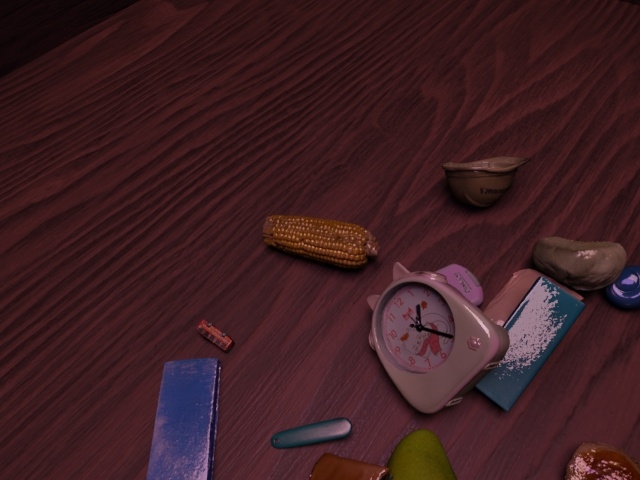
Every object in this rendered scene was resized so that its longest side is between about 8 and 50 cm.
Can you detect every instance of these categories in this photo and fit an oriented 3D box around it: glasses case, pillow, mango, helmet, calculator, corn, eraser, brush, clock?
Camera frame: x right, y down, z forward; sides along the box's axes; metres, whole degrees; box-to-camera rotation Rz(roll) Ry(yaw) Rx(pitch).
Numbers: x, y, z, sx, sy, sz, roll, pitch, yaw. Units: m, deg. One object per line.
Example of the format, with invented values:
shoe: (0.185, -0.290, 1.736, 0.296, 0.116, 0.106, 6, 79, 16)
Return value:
glasses case: (0.470, 0.238, 1.032, 0.117, 0.070, 0.301, 38, 86, 18)
pillow: (0.519, 0.188, 1.125, 0.173, 0.067, 0.270, 36, 67, 27)
mango: (0.205, 0.537, 0.847, 0.192, 0.156, 0.343, -15, 46, 21)
helmet: (0.494, -0.172, 1.337, 0.257, 0.137, 0.204, -8, 16, -10)
calculator: (0.311, 0.153, 1.180, 0.245, 0.045, 0.141, -22, 56, -9)
corn: (0.000, 0.000, 1.264, 0.346, 0.130, 0.130, 10, 56, 15)
eraser: (-0.315, 0.434, 1.036, 0.143, 0.043, 0.312, -5, 55, 2)
brush: (-0.019, 0.445, 1.017, 0.193, 0.032, 0.043, -16, 59, 8)
clock: (0.245, 0.205, 1.039, 0.108, 0.265, 0.324, 9, 35, -46)

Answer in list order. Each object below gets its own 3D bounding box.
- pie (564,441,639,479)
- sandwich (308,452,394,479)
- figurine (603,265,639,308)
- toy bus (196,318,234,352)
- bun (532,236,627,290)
pie: (0.581, 0.508, 0.892, 0.163, 0.079, 0.194, -4, 57, 8)
sandwich: (0.037, 0.546, 0.842, 0.212, 0.063, 0.245, -17, 41, 47)
figurine: (0.890, 0.182, 1.012, 0.243, 0.297, 0.417, -41, 53, 15)
toy bus: (-0.278, 0.251, 1.168, 0.110, 0.031, 0.043, 28, 68, 21)
bun: (0.667, 0.060, 1.153, 0.203, 0.127, 0.212, -1, 10, -19)
